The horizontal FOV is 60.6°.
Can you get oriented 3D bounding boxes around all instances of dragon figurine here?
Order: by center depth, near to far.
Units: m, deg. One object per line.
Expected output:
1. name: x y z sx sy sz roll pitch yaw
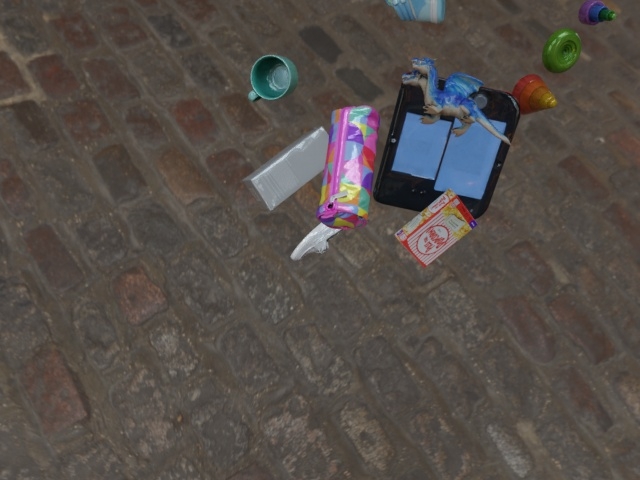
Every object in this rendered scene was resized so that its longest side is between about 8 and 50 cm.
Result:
1. dragon figurine: 0.316 -0.322 1.248 0.289 0.085 0.144 19 71 8

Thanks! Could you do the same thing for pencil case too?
1. pencil case: 0.053 -0.134 1.016 0.104 0.104 0.237 10 71 -7

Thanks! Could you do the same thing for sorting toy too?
1. sorting toy: 0.709 -0.511 1.567 0.127 0.366 0.126 27 15 -29

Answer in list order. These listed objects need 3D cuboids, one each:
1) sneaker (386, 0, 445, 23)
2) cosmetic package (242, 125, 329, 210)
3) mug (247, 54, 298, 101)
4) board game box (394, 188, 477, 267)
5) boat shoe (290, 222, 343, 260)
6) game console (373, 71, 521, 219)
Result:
1. sneaker: 0.324 -0.919 1.911 0.208 0.319 0.127 5 31 22
2. cosmetic package: -0.076 -0.188 1.427 0.238 0.127 0.107 -36 104 -11
3. mug: -0.146 -0.495 1.671 0.157 0.130 0.097 0 16 20
4. board game box: 0.318 -0.031 1.504 0.193 0.146 0.045 -41 42 10
5. boat shoe: 0.000 0.000 1.505 0.184 0.066 0.063 -41 83 -13
6. game console: 0.356 -0.256 1.561 0.341 0.387 0.060 10 23 -6
